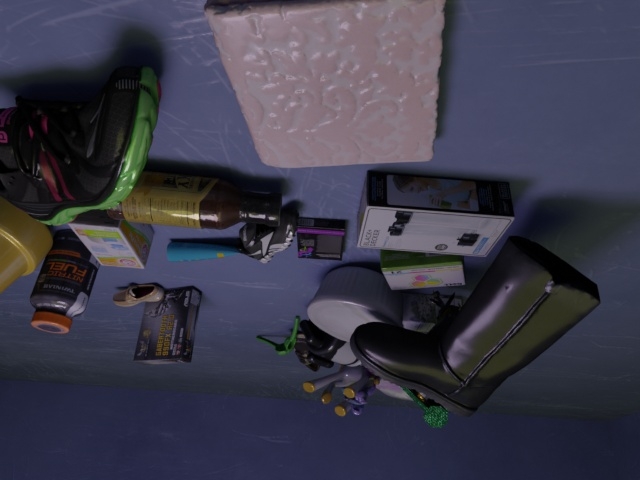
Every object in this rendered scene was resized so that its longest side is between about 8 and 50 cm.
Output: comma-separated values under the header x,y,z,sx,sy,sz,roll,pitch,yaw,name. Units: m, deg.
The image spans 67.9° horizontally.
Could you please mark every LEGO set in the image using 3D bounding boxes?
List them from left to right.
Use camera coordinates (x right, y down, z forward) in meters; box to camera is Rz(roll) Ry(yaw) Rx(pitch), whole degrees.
x,y,z,sx,sy,sz,roll,pitch,yaw,name
0.342,0.326,1.325,0.254,0.332,0.192,35,-169,7,LEGO set

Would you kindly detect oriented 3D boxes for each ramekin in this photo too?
x,y,z,sx,sy,sz,roll,pitch,yaw,name
0.108,0.182,1.331,0.272,0.127,0.273,15,149,9,ramekin

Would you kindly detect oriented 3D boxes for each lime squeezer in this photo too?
x,y,z,sx,sy,sz,roll,pitch,yaw,name
-0.134,0.370,1.786,0.058,0.110,0.310,-11,164,-39,lime squeezer

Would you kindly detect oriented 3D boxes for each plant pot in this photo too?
x,y,z,sx,sy,sz,roll,pitch,yaw,name
-0.792,0.036,1.071,0.253,0.239,0.254,9,140,8,plant pot

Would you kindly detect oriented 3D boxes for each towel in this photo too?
x,y,z,sx,sy,sz,roll,pitch,yaw,name
0.023,-0.232,0.730,0.316,0.054,0.332,-1,151,8,towel

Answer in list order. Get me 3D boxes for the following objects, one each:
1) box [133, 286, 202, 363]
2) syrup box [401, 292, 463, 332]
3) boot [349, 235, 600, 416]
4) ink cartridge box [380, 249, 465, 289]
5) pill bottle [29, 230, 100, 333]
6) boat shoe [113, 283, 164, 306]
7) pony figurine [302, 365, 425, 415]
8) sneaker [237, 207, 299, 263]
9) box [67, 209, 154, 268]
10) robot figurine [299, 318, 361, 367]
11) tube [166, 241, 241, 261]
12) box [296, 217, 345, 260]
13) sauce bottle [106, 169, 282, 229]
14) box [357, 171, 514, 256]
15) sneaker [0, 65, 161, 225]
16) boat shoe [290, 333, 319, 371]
x,y,z,sx,sy,sz,roll,pitch,yaw,name
-0.479,0.269,1.498,0.182,0.231,0.056,-7,152,21,box
0.312,0.225,1.459,0.236,0.093,0.096,3,151,2,syrup box
0.316,0.171,1.057,0.366,0.146,0.445,26,128,-3,boot
0.270,0.078,1.202,0.188,0.097,0.255,-6,148,18,ink cartridge box
-0.653,0.109,1.220,0.130,0.246,0.130,3,151,2,pill bottle
-0.585,0.167,1.509,0.169,0.063,0.059,-10,146,6,boat shoe
0.170,0.485,1.735,0.350,0.303,0.363,-7,-168,40,pony figurine
-0.132,-0.013,1.111,0.106,0.078,0.234,15,151,-24,sneaker
-0.477,-0.026,1.104,0.114,0.103,0.203,5,151,0,box
0.063,0.318,1.573,0.209,0.174,0.278,-19,143,40,robot figurine
-0.291,0.028,1.230,0.206,0.052,0.080,-1,-167,9,tube
0.000,0.000,1.167,0.115,0.029,0.162,4,149,1,box
-0.252,-0.079,0.979,0.343,0.112,0.111,5,151,-5,sauce bottle
0.226,-0.050,0.990,0.289,0.087,0.169,5,150,-2,box
-0.440,-0.151,0.800,0.482,0.186,0.202,-21,146,35,sneaker
-0.048,0.452,1.907,0.102,0.093,0.285,-2,149,16,boat shoe
